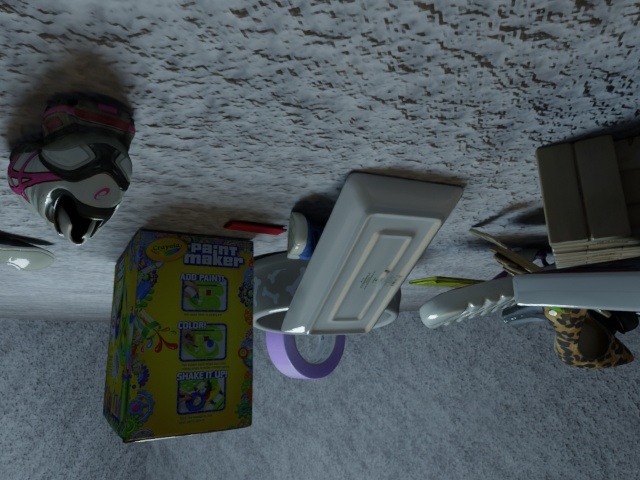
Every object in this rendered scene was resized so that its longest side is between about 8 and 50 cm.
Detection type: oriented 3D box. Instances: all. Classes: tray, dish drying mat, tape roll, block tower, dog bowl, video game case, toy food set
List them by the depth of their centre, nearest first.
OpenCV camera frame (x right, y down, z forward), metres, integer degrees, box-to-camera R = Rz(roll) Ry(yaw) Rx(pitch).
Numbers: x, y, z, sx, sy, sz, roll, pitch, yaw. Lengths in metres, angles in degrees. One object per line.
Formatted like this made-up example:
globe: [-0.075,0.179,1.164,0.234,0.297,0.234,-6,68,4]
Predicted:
video game case: [0.311,0.019,0.300,0.285,0.025,0.204,-4,177,-29]
block tower: [0.313,-0.013,0.507,0.091,0.097,0.335,-8,167,29]
tray: [0.055,0.041,0.534,0.145,0.030,0.270,3,134,-24]
dish drying mat: [-0.091,-0.017,0.615,0.083,0.008,0.032,6,165,-34]
toy food set: [0.292,0.053,0.627,0.192,0.038,0.132,33,-172,-2]
dog bowl: [0.005,0.123,0.923,0.349,0.102,0.349,-1,159,0]
tape roll: [-0.043,0.309,1.440,0.275,0.274,0.090,11,163,-43]

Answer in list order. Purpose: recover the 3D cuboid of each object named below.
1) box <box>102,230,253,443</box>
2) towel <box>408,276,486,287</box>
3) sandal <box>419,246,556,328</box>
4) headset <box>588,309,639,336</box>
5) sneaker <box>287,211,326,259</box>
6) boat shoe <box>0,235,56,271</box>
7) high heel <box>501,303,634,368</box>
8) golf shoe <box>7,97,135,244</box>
box: [-0.247,0.155,0.737,0.177,0.279,0.290,6,165,-30]
towel: [0.375,0.129,1.288,0.237,0.021,0.102,8,163,-36]
sandal: [0.369,0.064,0.843,0.416,0.102,0.169,-11,157,-23]
headset: [0.615,0.097,0.927,0.243,0.185,0.394,-21,153,-11]
sneaker: [0.000,-0.001,0.583,0.085,0.058,0.152,2,168,-6]
boat shoe: [-0.446,0.017,0.640,0.046,0.038,0.125,-48,162,8]
high heel: [0.475,0.153,0.753,0.261,0.093,0.186,22,154,-4]
golf shoe: [-0.202,-0.037,0.343,0.067,0.086,0.186,7,166,-39]
